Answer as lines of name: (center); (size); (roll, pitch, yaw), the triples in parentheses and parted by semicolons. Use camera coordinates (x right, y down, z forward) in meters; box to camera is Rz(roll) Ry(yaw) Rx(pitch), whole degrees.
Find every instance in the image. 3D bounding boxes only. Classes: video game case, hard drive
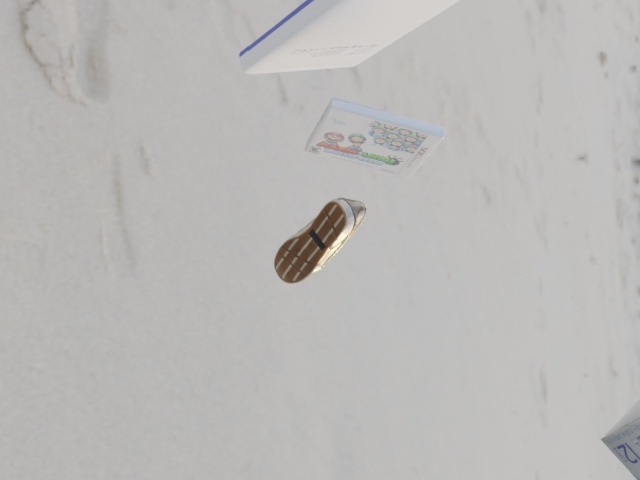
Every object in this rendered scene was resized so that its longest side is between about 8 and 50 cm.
video game case: (0.070, -0.135, 1.447); (0.143, 0.157, 0.019); (127, -25, -66)
hard drive: (0.051, -0.307, 1.487); (0.210, 0.318, 0.040); (-10, 84, -33)

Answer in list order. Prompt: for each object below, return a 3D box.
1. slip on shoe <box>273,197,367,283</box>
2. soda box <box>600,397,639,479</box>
slip on shoe: (0.000, 0.000, 1.153); (0.041, 0.135, 0.051); (-17, 64, -47)
soda box: (0.290, 0.088, 0.636); (0.098, 0.091, 0.286); (-37, 170, -27)
